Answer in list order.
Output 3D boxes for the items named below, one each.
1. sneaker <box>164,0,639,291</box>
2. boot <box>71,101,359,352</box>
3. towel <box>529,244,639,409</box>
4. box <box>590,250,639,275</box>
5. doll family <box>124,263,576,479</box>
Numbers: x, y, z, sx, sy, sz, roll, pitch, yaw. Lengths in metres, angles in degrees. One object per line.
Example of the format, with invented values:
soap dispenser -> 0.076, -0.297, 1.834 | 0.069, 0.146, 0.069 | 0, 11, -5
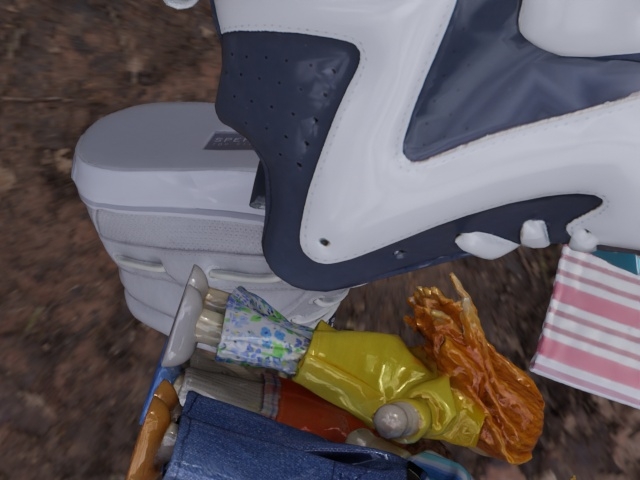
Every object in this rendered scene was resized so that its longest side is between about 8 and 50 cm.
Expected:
sneaker -> 0.060, -0.025, 0.394 | 0.235, 0.094, 0.153 | 35, 135, -29
boot -> 0.000, 0.000, 0.804 | 0.258, 0.095, 0.123 | 7, 130, 29
towel -> 0.260, 0.049, 1.299 | 0.144, 0.029, 0.197 | 19, 60, 2
box -> 0.262, -0.048, 0.934 | 0.244, 0.100, 0.060 | -15, 109, -18
doll family -> 0.015, 0.083, 0.585 | 0.163, 0.263, 0.118 | 19, 112, -5
